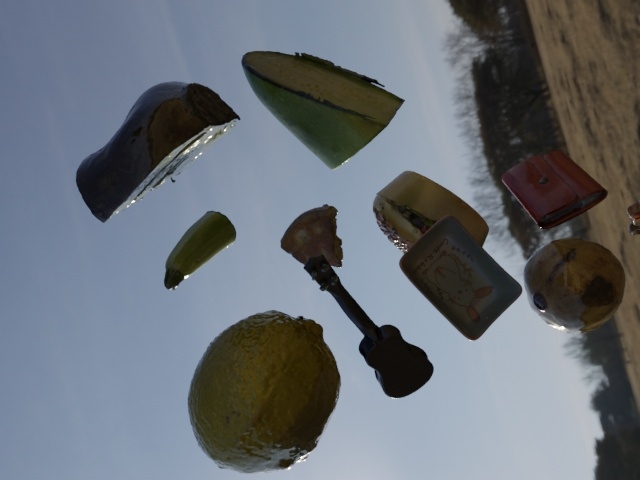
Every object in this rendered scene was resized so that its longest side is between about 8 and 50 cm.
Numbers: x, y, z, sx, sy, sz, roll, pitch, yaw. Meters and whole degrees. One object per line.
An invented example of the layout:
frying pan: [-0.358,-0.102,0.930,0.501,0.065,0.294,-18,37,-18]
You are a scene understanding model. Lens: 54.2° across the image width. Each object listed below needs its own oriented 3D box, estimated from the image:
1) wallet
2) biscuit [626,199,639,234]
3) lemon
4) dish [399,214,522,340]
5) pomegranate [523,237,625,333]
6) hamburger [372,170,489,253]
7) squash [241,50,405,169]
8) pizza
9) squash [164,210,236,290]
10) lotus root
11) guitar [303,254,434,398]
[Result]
wallet: [0.469,-0.112,1.273,0.045,0.142,0.204,58,-169,-30]
biscuit: [0.731,-0.060,1.322,0.225,0.165,0.036,22,-136,-52]
lemon: [-0.106,0.276,1.121,0.322,0.268,0.268,-61,-31,-3]
dish: [0.264,0.074,1.218,0.212,0.151,0.077,46,171,4]
pomegranate: [0.723,0.130,1.782,0.281,0.281,0.281,49,-147,-48]
hamburger: [0.258,-0.035,1.515,0.300,0.176,0.300,36,-179,-1]
squash: [-0.009,-0.328,1.337,0.309,0.210,0.234,48,-145,-9]
pizza: [0.000,0.000,1.462,0.161,0.182,0.062,51,-142,12]
squash: [-0.265,0.032,1.316,0.094,0.094,0.224,65,-146,-24]
lotus root: [-0.295,-0.192,1.135,0.149,0.260,0.267,50,-140,-7]
guitar: [0.065,0.121,0.869,0.271,0.083,0.038,51,-175,-27]
